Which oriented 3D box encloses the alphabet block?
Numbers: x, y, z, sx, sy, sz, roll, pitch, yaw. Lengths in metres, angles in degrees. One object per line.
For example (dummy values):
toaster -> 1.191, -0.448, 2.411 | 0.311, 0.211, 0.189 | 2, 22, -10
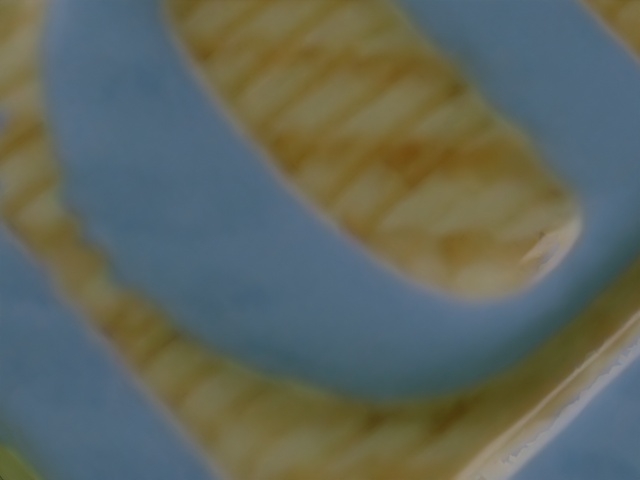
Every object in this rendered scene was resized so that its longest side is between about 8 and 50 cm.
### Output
alphabet block -> 0.000, 0.000, 0.426 | 0.193, 0.192, 0.197 | -39, -8, -17
